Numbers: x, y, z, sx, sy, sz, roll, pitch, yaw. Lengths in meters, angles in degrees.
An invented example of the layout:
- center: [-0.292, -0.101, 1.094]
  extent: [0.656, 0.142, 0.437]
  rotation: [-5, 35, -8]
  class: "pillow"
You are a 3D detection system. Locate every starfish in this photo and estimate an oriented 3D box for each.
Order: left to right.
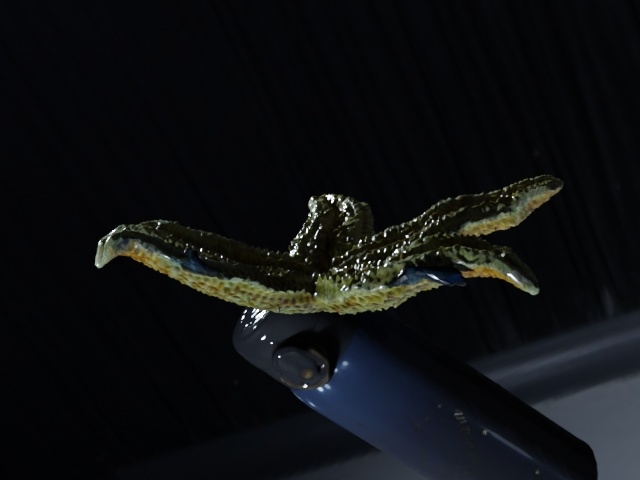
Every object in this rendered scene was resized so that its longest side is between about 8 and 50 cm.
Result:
- center: [0.000, 0.000, 0.575]
  extent: [0.208, 0.053, 0.176]
  rotation: [0, 15, 7]
  class: "starfish"

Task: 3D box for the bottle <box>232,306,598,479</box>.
- center: [0.057, 0.097, 0.781]
  extent: [0.072, 0.244, 0.082]
  rotation: [-44, 25, 24]
  class: "bottle"
